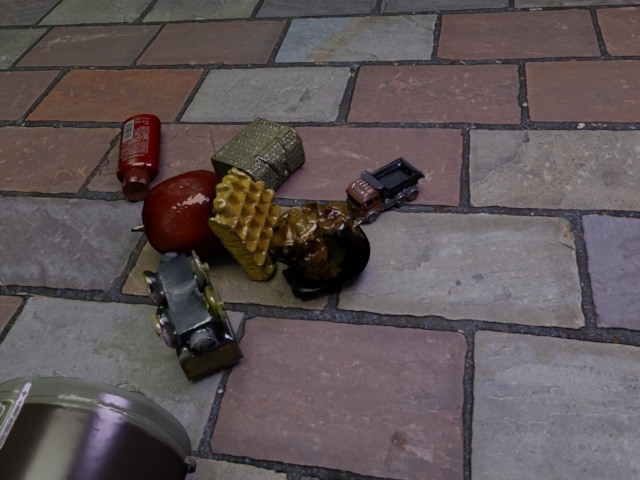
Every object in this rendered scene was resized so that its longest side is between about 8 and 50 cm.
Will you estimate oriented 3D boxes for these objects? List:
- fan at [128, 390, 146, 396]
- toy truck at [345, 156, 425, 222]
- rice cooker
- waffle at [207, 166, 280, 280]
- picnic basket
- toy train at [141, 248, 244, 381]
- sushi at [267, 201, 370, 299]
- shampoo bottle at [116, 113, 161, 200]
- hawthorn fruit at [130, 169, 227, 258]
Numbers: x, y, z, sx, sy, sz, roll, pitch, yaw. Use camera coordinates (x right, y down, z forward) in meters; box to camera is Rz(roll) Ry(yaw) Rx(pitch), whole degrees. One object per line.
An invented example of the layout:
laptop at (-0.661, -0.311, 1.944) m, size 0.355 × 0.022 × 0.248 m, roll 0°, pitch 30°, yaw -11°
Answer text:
fan at (-0.359, 0.339, 1.113) m, size 0.085 × 0.005 × 0.133 m, roll -28°, pitch 47°, yaw -17°
toy truck at (0.153, -0.126, 1.411) m, size 0.192 × 0.092 × 0.083 m, roll -29°, pitch 49°, yaw -17°
rice cooker at (-0.374, 0.375, 0.866) m, size 0.336 × 0.335 × 0.325 m, roll 0°, pitch 48°, yaw 10°
waffle at (-0.157, -0.061, 1.316) m, size 0.057 × 0.229 × 0.219 m, roll -12°, pitch 40°, yaw 25°
picnic basket at (-0.150, -0.198, 1.507) m, size 0.154 × 0.134 × 0.196 m, roll 23°, pitch 53°, yaw 27°
toy train at (-0.258, 0.141, 1.168) m, size 0.134 × 0.177 × 0.260 m, roll -22°, pitch 46°, yaw -11°
sushi at (-0.005, 0.004, 1.238) m, size 0.200 × 0.204 × 0.213 m, roll -33°, pitch 44°, yaw -15°
shampoo bottle at (-0.507, -0.238, 1.645) m, size 0.118 × 0.076 × 0.314 m, roll -12°, pitch 46°, yaw -3°
hawthorn fruit at (-0.310, -0.051, 1.356) m, size 0.250 × 0.215 × 0.215 m, roll -19°, pitch 46°, yaw -2°
